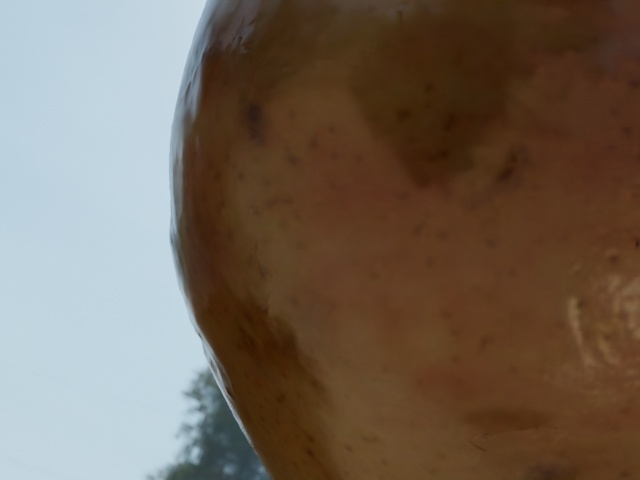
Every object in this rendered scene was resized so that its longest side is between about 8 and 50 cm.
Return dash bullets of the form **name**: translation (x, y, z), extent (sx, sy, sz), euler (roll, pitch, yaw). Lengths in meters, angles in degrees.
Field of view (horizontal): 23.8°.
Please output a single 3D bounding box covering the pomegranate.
- **pomegranate**: translation (0.111, -0.023, 0.565), extent (0.338, 0.338, 0.338), euler (20, -25, 10)
